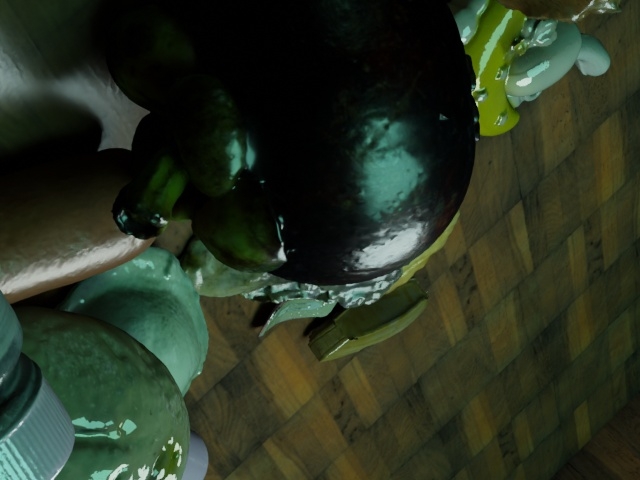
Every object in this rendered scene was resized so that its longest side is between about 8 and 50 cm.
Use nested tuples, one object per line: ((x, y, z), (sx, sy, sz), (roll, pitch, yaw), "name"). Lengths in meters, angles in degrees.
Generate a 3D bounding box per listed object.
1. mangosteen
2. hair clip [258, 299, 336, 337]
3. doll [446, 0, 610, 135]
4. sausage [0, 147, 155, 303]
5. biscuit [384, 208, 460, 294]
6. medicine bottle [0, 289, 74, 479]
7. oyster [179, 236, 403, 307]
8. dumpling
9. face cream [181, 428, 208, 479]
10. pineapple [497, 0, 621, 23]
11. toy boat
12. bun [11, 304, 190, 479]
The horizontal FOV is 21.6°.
((-0.015, -0.112, 1.475), (0.330, 0.330, 0.330), (-36, 153, -22), "mangosteen")
((-0.028, 0.085, 2.051), (0.137, 0.022, 0.054), (-17, 142, -48), "hair clip")
((0.221, -0.222, 1.900), (0.252, 0.111, 0.237), (-37, 137, -19), "doll")
((-0.243, -0.011, 1.476), (0.259, 0.113, 0.113), (-22, 145, -42), "sausage")
((0.103, 0.001, 2.092), (0.183, 0.061, 0.118), (-47, 157, 4), "biscuit")
((-0.318, 0.083, 1.299), (0.165, 0.165, 0.273), (-37, 120, -21), "medicine bottle")
((0.001, 0.005, 1.875), (0.341, 0.110, 0.166), (8, 117, -45), "oyster")
((-0.201, 0.089, 1.719), (0.105, 0.149, 0.217), (-22, 152, 39), "dumpling")
((-0.222, 0.225, 1.867), (0.154, 0.096, 0.274), (-19, 157, 18), "face cream")
((0.307, -0.377, 1.718), (0.357, 0.223, 0.223), (-39, 155, -37), "pineapple")
((0.066, 0.107, 2.191), (0.206, 0.064, 0.072), (-23, 160, -42), "toy boat")
((-0.290, 0.233, 1.557), (0.365, 0.219, 0.365), (-18, 143, -14), "bun")
